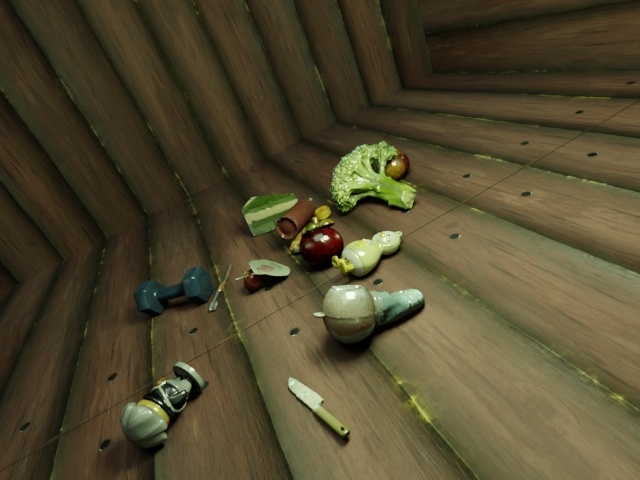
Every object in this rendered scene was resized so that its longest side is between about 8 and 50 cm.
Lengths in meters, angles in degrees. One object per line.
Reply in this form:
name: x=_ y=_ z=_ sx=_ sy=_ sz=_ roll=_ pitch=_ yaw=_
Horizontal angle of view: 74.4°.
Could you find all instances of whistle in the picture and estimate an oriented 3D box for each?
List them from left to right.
whistle: x=0.147 y=0.213 z=1.257 sx=0.347 sy=0.189 sz=0.189 roll=-6 pitch=24 yaw=-14

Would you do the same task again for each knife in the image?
knife: x=-0.012 y=0.428 z=1.109 sx=0.047 sy=0.017 sz=0.297 roll=-35 pitch=26 yaw=-25

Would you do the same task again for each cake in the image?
cake: x=-0.240 y=-0.166 z=2.183 sx=0.283 sy=0.158 sz=0.172 roll=-19 pitch=26 yaw=7
cake: x=0.012 y=-0.132 z=2.047 sx=0.083 sy=0.044 sz=0.084 roll=-20 pitch=27 yaw=10

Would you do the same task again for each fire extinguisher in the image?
fire extinguisher: x=-0.104 y=-0.104 z=1.965 sx=0.147 sy=0.106 sz=0.337 roll=-61 pitch=-5 yaw=30

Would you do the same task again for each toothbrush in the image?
toothbrush: x=-0.429 y=0.198 z=1.833 sx=0.030 sy=0.023 sz=0.321 roll=-11 pitch=30 yaw=9

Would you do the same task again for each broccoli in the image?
broccoli: x=0.213 y=-0.236 z=1.908 sx=0.353 sy=0.274 sz=0.397 roll=-42 pitch=60 yaw=31

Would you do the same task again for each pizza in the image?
pizza: x=-0.064 y=0.011 z=1.846 sx=0.161 sy=0.063 sz=0.182 roll=-25 pitch=32 yaw=-18

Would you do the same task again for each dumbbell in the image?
dumbbell: x=-0.630 y=0.221 z=1.819 sx=0.324 sy=0.160 sz=0.144 roll=-15 pitch=60 yaw=16

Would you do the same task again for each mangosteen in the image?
mangosteen: x=0.000 y=0.000 z=1.664 sx=0.199 sy=0.200 sz=0.200 roll=-18 pitch=28 yaw=10

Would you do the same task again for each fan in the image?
fan: x=-0.238 y=0.118 z=1.657 sx=0.182 sy=0.010 sz=0.310 roll=17 pitch=15 yaw=21

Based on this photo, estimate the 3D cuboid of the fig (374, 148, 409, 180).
fig: x=0.317 y=-0.362 z=2.121 sx=0.256 sy=0.159 sz=0.159 roll=-18 pitch=24 yaw=43

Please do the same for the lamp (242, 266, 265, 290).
lamp: x=-0.269 y=0.157 z=1.711 sx=0.101 sy=0.090 sz=0.101 roll=-59 pitch=13 yaw=23

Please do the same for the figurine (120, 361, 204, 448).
figurine: x=-0.476 y=0.485 z=1.249 sx=0.175 sy=0.133 sz=0.236 roll=-12 pitch=26 yaw=40

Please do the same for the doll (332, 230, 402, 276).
doll: x=0.182 y=0.033 z=1.543 sx=0.296 sy=0.117 sz=0.141 roll=-35 pitch=32 yaw=-19
